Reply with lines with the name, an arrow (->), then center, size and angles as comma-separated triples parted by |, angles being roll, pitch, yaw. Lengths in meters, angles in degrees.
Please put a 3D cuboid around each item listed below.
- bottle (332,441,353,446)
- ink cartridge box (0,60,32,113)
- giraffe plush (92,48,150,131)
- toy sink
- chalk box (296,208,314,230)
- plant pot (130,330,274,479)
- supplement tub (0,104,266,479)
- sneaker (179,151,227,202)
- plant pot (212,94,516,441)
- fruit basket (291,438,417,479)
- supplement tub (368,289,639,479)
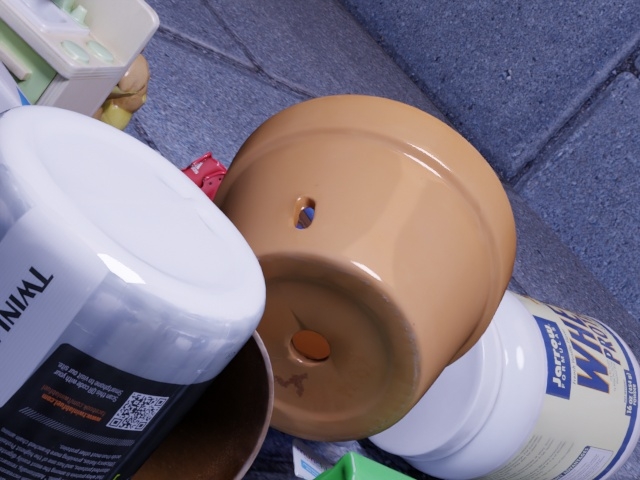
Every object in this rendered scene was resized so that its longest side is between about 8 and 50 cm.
bottle -> -0.073, 0.124, 1.287 | 0.283, 0.092, 0.118 | 33, 18, -23
ink cartridge box -> -0.389, -0.172, 1.052 | 0.395, 0.166, 0.285 | 50, -6, 35
giraffe plush -> -0.276, -0.182, 1.510 | 0.170, 0.210, 0.181 | 43, 32, -60
toy sink -> -0.311, -0.194, 1.329 | 0.153, 0.234, 0.131 | 44, 18, 7
chalk box -> 0.000, 0.000, 1.590 | 0.180, 0.179, 0.289 | 23, 24, -45
plant pot -> -0.180, 0.093, 1.017 | 0.215, 0.215, 0.230 | 30, 5, -31
supplement tub -> -0.195, 0.092, 0.750 | 0.193, 0.316, 0.193 | 36, 18, -13
sneaker -> -0.187, -0.062, 1.440 | 0.087, 0.128, 0.221 | 50, 20, 26
plant pot -> 0.018, 0.041, 1.119 | 0.291, 0.291, 0.203 | 38, 33, -7
fruit basket -> 0.098, 0.363, 1.044 | 0.353, 0.165, 0.327 | 50, 13, -25
supplement tub -> 0.213, 0.177, 1.497 | 0.325, 0.235, 0.235 | 18, 28, -44
